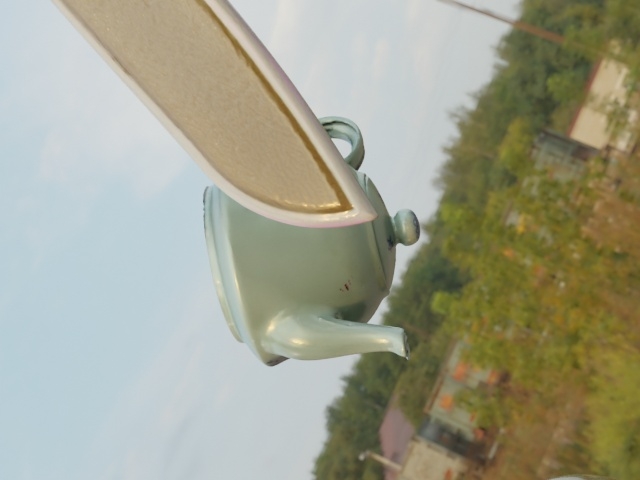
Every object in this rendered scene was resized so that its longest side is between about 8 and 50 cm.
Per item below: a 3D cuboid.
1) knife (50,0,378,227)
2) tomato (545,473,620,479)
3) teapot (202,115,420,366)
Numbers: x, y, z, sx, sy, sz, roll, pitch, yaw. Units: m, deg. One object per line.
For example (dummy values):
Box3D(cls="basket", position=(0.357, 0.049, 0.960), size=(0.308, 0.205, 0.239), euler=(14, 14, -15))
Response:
Box3D(cls="knife", position=(-0.075, -0.094, 0.365), size=(0.046, 0.256, 0.022), euler=(-45, -11, 16))
Box3D(cls="tomato", position=(0.219, 0.327, 0.883), size=(0.270, 0.222, 0.270), euler=(-157, 90, -85))
Box3D(cls="teapot", position=(0.000, 0.000, 0.806), size=(0.159, 0.159, 0.232), euler=(100, 167, -48))
